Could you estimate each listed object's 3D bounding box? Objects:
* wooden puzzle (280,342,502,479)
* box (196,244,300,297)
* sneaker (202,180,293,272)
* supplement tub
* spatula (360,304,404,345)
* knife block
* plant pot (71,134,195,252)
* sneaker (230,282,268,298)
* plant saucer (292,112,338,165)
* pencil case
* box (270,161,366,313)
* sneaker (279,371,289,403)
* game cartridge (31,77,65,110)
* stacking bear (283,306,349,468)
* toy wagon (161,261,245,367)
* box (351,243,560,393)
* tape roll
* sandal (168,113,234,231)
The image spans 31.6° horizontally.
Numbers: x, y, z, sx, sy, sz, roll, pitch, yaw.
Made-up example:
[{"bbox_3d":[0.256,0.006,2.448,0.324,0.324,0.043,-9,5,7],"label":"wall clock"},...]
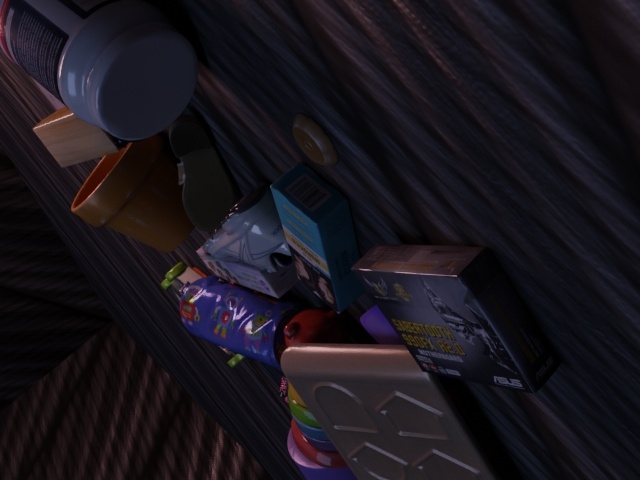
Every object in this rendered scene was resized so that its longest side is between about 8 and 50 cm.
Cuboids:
[{"bbox_3d":[0.131,0.297,1.800,0.322,0.080,0.347,-5,122,46],"label":"wooden puzzle"},{"bbox_3d":[-0.133,0.041,2.051,0.063,0.067,0.324,55,163,-20],"label":"box"},{"bbox_3d":[-0.107,0.005,1.843,0.129,0.111,0.297,44,165,-3],"label":"sneaker"},{"bbox_3d":[-0.321,-0.279,1.611,0.272,0.191,0.191,39,160,33],"label":"supplement tub"},{"bbox_3d":[0.121,0.108,1.605,0.084,0.030,0.296,47,163,4],"label":"spatula"},{"bbox_3d":[-0.350,-0.188,1.821,0.088,0.276,0.242,56,-168,-19],"label":"knife block"},{"bbox_3d":[-0.318,-0.080,2.065,0.188,0.205,0.205,39,167,-18],"label":"plant pot"},{"bbox_3d":[-0.119,0.136,2.230,0.175,0.064,0.067,41,152,18],"label":"sneaker"},{"bbox_3d":[-0.011,-0.126,1.459,0.083,0.015,0.083,44,163,17],"label":"plant saucer"},{"bbox_3d":[-0.137,0.150,2.127,0.306,0.133,0.119,16,180,44],"label":"pencil case"},{"bbox_3d":[0.000,0.000,1.627,0.100,0.060,0.244,40,161,30],"label":"box"},{"bbox_3d":[-0.071,0.324,2.520,0.047,0.057,0.119,37,158,43],"label":"sneaker"},{"bbox_3d":[-0.534,-0.344,2.250,0.355,0.068,0.230,54,167,-16],"label":"game cartridge"},{"bbox_3d":[0.012,0.239,1.963,0.164,0.175,0.289,-105,1,-57],"label":"stacking bear"},{"bbox_3d":[-0.252,0.164,2.619,0.267,0.068,0.344,49,163,1],"label":"toy wagon"},{"bbox_3d":[0.161,0.091,1.383,0.183,0.056,0.231,55,156,-20],"label":"box"},{"bbox_3d":[0.039,0.376,2.124,0.189,0.189,0.080,27,153,52],"label":"tape roll"},{"bbox_3d":[-0.199,-0.127,1.880,0.079,0.088,0.240,-103,0,-46],"label":"sandal"}]
